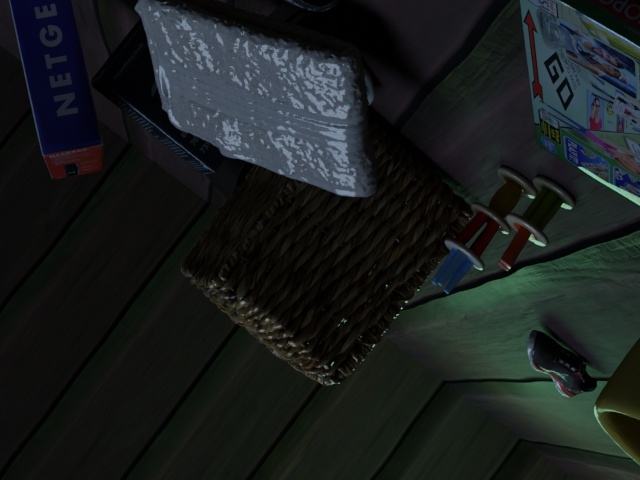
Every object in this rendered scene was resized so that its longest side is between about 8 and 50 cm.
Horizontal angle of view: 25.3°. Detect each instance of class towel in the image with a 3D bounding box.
[{"bbox_3d":[-0.069,-0.158,1.489,0.282,0.049,0.187,21,142,29],"label":"towel"}]

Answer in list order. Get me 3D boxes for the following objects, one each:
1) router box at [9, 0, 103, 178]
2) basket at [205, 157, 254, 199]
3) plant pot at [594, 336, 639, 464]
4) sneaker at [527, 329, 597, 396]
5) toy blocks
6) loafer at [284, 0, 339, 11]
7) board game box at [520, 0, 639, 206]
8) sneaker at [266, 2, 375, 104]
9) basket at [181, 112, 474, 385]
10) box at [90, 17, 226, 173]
[{"bbox_3d":[-0.377,-0.267,1.997,0.301,0.082,0.336,163,95,-81],"label":"router box"},{"bbox_3d":[-0.080,-0.110,2.089,0.204,0.154,0.227,6,-163,-31],"label":"basket"},{"bbox_3d":[0.360,0.094,0.990,0.254,0.239,0.254,37,172,6],"label":"plant pot"},{"bbox_3d":[0.377,0.185,2.205,0.065,0.061,0.158,-9,142,41],"label":"sneaker"},{"bbox_3d":[0.189,-0.001,1.523,0.054,0.148,0.123,41,172,-28],"label":"toy blocks"},{"bbox_3d":[-0.061,-0.283,1.242,0.223,0.076,0.078,43,179,-17],"label":"loafer"},{"bbox_3d":[0.255,-0.092,1.078,0.213,0.046,0.317,35,172,20],"label":"board game box"},{"bbox_3d":[-0.020,-0.154,1.633,0.127,0.126,0.321,42,171,7],"label":"sneaker"},{"bbox_3d":[0.000,0.000,1.805,0.223,0.299,0.213,40,172,-18],"label":"basket"},{"bbox_3d":[-0.186,-0.211,1.949,0.207,0.153,0.108,40,173,-11],"label":"box"}]
